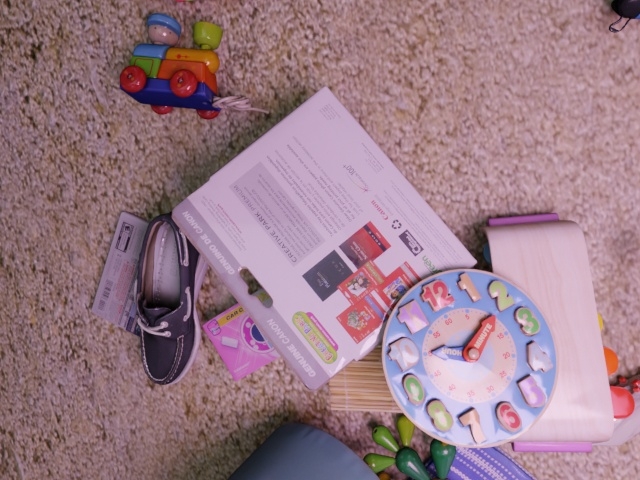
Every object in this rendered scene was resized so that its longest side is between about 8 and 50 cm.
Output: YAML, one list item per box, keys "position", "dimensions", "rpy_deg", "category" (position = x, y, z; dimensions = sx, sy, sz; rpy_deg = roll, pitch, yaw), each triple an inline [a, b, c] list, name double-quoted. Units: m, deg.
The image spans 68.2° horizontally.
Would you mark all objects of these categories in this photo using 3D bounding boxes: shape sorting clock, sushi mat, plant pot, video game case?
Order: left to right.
- position: [-0.302, 0.074, 0.841]
  dimensions: [0.184, 0.023, 0.201]
  rpy_deg: [23, 99, 12]
  category: "video game case"
- position: [-0.054, 0.445, 0.639]
  dimensions: [0.293, 0.235, 0.292]
  rpy_deg: [18, 119, 36]
  category: "plant pot"
- position: [0.168, 0.174, 0.688]
  dimensions: [0.317, 0.019, 0.151]
  rpy_deg: [-1, 68, 11]
  category: "sushi mat"
- position: [0.175, 0.135, 0.556]
  dimensions: [0.207, 0.040, 0.206]
  rpy_deg: [-1, 75, 4]
  category: "shape sorting clock"

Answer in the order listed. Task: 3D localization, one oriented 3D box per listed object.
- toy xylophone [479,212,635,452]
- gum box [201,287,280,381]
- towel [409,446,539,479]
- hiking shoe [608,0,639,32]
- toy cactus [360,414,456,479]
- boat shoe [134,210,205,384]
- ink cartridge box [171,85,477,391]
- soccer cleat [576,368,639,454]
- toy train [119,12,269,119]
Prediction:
- position: [0.314, 0.114, 0.608]
  dimensions: [0.237, 0.081, 0.322]
  rpy_deg: [4, 79, 12]
  category: "toy xylophone"
- position: [-0.081, 0.132, 0.766]
  dimensions: [0.188, 0.062, 0.107]
  rpy_deg: [-32, 87, 15]
  category: "gum box"
- position: [0.212, 0.479, 0.733]
  dimensions: [0.243, 0.040, 0.336]
  rpy_deg: [39, 103, 8]
  category: "towel"
- position: [0.419, -0.419, 0.561]
  dimensions: [0.132, 0.113, 0.303]
  rpy_deg: [-3, 94, 14]
  category: "hiking shoe"
- position: [0.146, 0.338, 0.686]
  dimensions: [0.180, 0.112, 0.219]
  rpy_deg: [42, 93, 23]
  category: "toy cactus"
- position: [-0.257, 0.099, 0.770]
  dimensions: [0.115, 0.091, 0.302]
  rpy_deg: [6, 96, 14]
  category: "boat shoe"
- position: [0.000, 0.000, 0.663]
  dimensions: [0.272, 0.130, 0.309]
  rpy_deg: [-38, 84, -3]
  category: "ink cartridge box"
- position: [0.423, 0.233, 0.646]
  dimensions: [0.196, 0.068, 0.076]
  rpy_deg: [-29, 92, 22]
  category: "soccer cleat"
- position: [-0.181, -0.275, 0.745]
  dimensions: [0.248, 0.105, 0.143]
  rpy_deg: [9, 84, 14]
  category: "toy train"
